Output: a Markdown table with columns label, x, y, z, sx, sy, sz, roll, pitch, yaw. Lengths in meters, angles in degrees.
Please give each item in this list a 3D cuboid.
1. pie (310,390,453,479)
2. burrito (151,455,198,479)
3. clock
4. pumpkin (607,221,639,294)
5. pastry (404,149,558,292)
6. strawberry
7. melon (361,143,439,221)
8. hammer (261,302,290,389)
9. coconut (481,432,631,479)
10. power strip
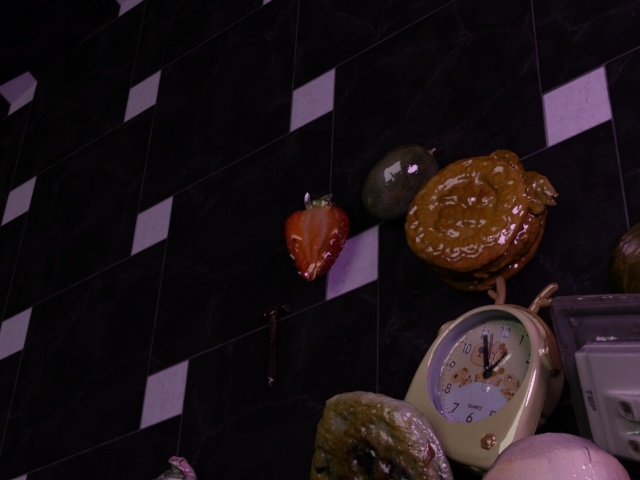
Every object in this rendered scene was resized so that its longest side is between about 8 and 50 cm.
| label | x | y | z | sx | sy | sz | roll | pitch | yaw |
| --- | --- | --- | --- | --- | --- | --- | --- | --- | --- |
| pie | 0.082 | 0.383 | 1.717 | 0.323 | 0.071 | 0.323 | -1 | 89 | 48 |
| burrito | -0.338 | 0.525 | 2.131 | 0.309 | 0.066 | 0.096 | -47 | 40 | 13 |
| clock | 0.263 | 0.201 | 1.724 | 0.235 | 0.096 | 0.308 | 7 | 67 | 50 |
| pumpkin | 0.498 | 0.041 | 1.532 | 0.224 | 0.157 | 0.223 | -18 | 17 | 6 |
| pastry | 0.263 | -0.033 | 1.895 | 0.235 | 0.132 | 0.240 | -43 | 45 | 0 |
| strawberry | 0.001 | -0.003 | 2.169 | 0.140 | 0.085 | 0.192 | -40 | 44 | 5 |
| melon | 0.147 | -0.109 | 2.072 | 0.167 | 0.114 | 0.114 | -45 | 38 | 15 |
| hammer | -0.089 | 0.198 | 2.159 | 0.065 | 0.021 | 0.178 | -24 | 46 | 31 |
| coconut | 0.302 | 0.378 | 1.450 | 0.227 | 0.227 | 0.230 | -29 | 44 | 28 |
| power strip | 0.416 | 0.195 | 1.469 | 0.092 | 0.257 | 0.251 | -23 | 12 | -38 |
